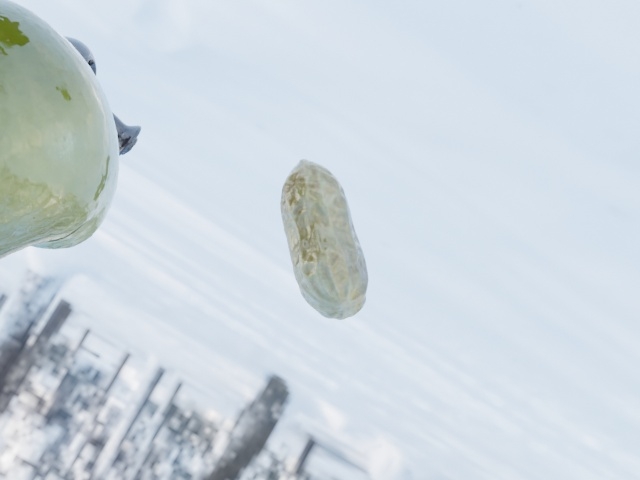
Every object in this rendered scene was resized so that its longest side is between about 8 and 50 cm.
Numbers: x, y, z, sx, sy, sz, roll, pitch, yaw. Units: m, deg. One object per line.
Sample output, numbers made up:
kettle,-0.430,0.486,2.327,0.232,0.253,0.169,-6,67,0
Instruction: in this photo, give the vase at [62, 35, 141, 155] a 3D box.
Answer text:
vase,-0.314,-0.182,1.788,0.183,0.120,0.120,43,165,-19

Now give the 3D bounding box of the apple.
apple,-0.344,-0.092,1.255,0.233,0.295,0.257,52,-162,-89

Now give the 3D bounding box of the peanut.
peanut,0.000,0.000,1.597,0.083,0.194,0.093,-13,-173,33
